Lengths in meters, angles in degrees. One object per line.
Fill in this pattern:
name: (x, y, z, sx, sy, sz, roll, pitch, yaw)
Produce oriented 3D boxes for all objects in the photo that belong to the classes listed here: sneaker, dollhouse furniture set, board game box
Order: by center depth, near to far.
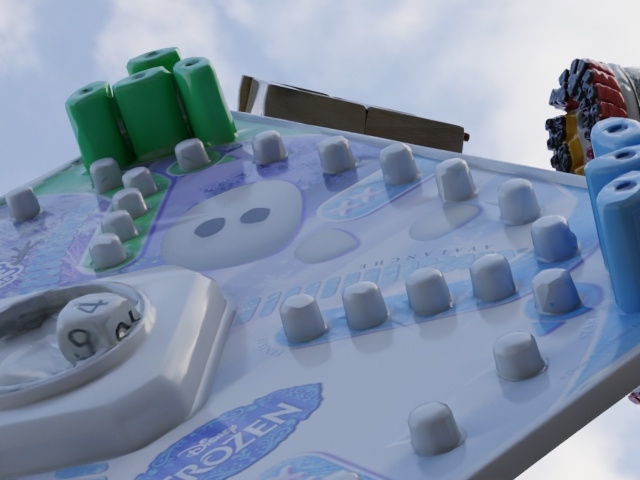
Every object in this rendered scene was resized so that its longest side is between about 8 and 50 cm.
board game box: (-0.101, 0.036, 0.615, 0.390, 0.390, 0.050, -31, -63, -29)
sneaker: (0.203, -0.005, 0.999, 0.093, 0.088, 0.225, 0, -110, -19)
dollhouse furniture set: (0.000, 0.000, 1.089, 0.129, 0.129, 0.183, 12, -84, -11)
